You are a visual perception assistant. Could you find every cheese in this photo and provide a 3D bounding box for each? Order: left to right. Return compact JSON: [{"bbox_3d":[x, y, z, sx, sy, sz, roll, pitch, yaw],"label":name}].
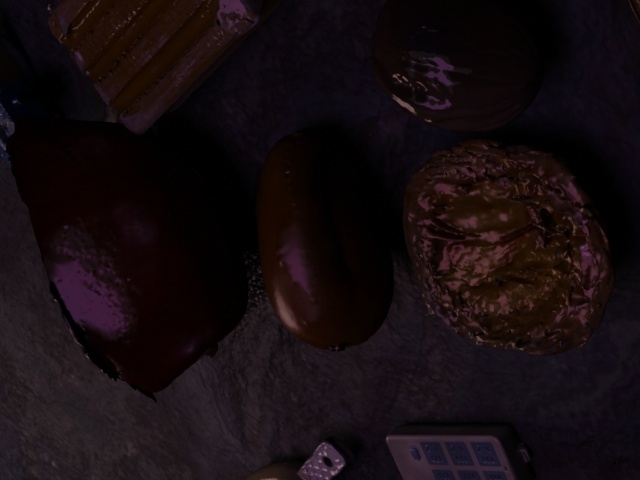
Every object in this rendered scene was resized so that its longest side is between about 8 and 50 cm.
[{"bbox_3d":[-0.019,0.304,2.097,0.127,0.050,0.235,44,142,8],"label":"cheese"}]

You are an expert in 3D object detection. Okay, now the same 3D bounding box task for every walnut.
[{"bbox_3d":[0.123,-0.166,1.520,0.162,0.140,0.140,37,141,30],"label":"walnut"}]

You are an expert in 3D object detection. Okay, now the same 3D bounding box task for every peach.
[{"bbox_3d":[-0.206,-0.010,1.915,0.362,0.201,0.258,63,-175,4],"label":"peach"}]

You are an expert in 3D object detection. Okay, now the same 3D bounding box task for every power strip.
[{"bbox_3d":[0.155,0.246,1.896,0.192,0.035,0.081,-6,115,46],"label":"power strip"}]

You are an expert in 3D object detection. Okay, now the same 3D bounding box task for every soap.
[{"bbox_3d":[-0.166,-0.247,1.768,0.173,0.089,0.274,52,141,-2],"label":"soap"}]

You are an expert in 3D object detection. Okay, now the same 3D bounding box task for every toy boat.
[{"bbox_3d":[-0.365,-0.171,2.017,0.102,0.088,0.215,-6,118,57],"label":"toy boat"}]

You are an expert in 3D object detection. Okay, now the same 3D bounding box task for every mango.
[{"bbox_3d":[0.000,0.000,1.763,0.136,0.166,0.236,-14,91,4],"label":"mango"}]

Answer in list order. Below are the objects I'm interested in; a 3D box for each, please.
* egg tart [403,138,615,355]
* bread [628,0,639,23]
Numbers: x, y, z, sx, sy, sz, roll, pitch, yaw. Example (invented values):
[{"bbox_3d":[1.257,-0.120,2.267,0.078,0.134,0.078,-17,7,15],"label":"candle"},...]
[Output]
[{"bbox_3d":[0.190,0.002,1.624,0.252,0.098,0.232,-33,89,47],"label":"egg tart"},{"bbox_3d":[0.311,-0.266,1.297,0.161,0.088,0.233,50,139,-7],"label":"bread"}]
